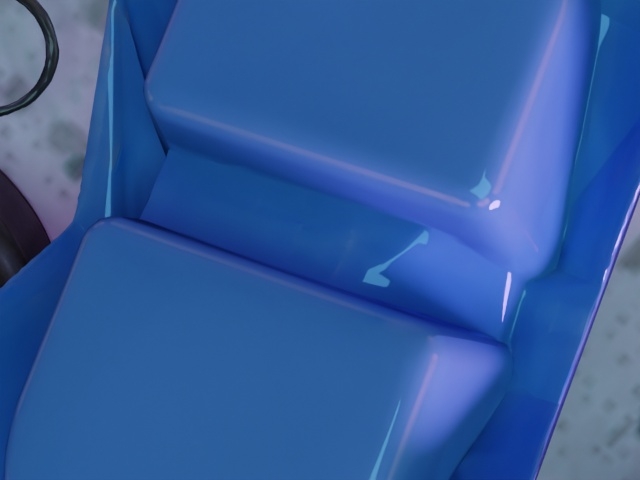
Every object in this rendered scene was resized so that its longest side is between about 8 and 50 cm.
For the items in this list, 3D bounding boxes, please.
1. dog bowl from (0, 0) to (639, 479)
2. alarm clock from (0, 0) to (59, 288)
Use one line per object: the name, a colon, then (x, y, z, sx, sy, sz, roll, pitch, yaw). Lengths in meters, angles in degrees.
dog bowl: (0.000, 0.000, 0.500, 0.166, 0.074, 0.297, 19, 84, 19)
alarm clock: (-0.132, 0.012, 0.556, 0.129, 0.064, 0.192, 28, 97, -6)
